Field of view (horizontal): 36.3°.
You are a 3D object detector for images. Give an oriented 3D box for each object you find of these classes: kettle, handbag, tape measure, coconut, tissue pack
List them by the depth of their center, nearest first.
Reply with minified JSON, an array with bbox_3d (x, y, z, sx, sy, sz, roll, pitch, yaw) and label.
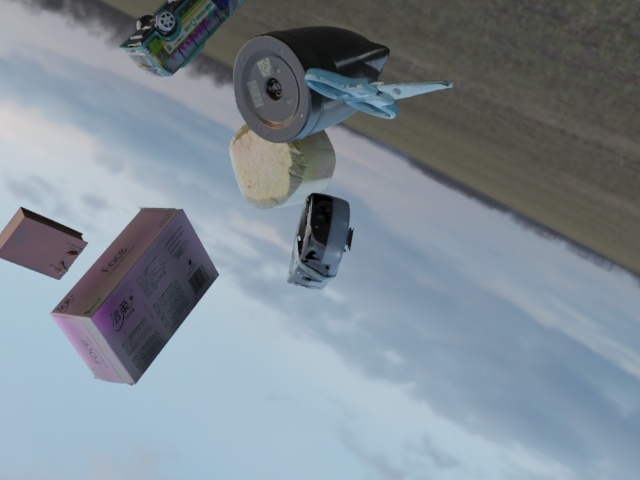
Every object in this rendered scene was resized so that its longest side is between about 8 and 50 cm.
[{"bbox_3d":[-0.277,0.077,1.483,0.092,0.246,0.148,4,133,35],"label":"tissue pack"},{"bbox_3d":[0.001,-0.001,1.942,0.107,0.182,0.181,14,169,-11],"label":"tape measure"},{"bbox_3d":[-0.025,-0.343,2.136,0.324,0.228,0.321,-24,-179,-44],"label":"kettle"},{"bbox_3d":[-0.667,0.010,2.330,0.190,0.127,0.063,29,-164,-45],"label":"handbag"},{"bbox_3d":[-0.088,-0.195,2.370,0.239,0.239,0.244,30,-160,18],"label":"coconut"}]

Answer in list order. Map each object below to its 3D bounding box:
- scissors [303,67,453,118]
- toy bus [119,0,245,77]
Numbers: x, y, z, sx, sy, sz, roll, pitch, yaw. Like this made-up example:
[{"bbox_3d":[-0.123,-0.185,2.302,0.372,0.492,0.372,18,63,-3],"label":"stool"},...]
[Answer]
[{"bbox_3d":[0.116,-0.260,1.683,0.192,0.029,0.447,22,177,-22],"label":"scissors"},{"bbox_3d":[-0.227,-0.392,1.688,0.091,0.262,0.109,15,149,51],"label":"toy bus"}]
